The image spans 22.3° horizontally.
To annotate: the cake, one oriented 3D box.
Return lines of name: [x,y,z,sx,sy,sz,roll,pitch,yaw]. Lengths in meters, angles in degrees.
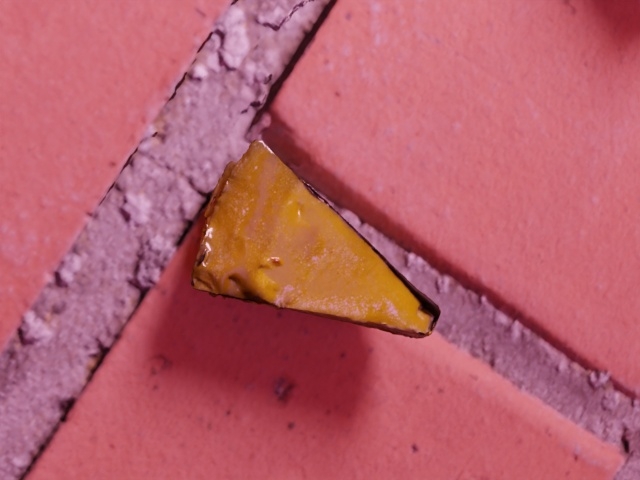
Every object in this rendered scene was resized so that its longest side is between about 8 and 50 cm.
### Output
cake: [-0.002,0.000,1.090,0.184,0.079,0.116,8,89,-21]
